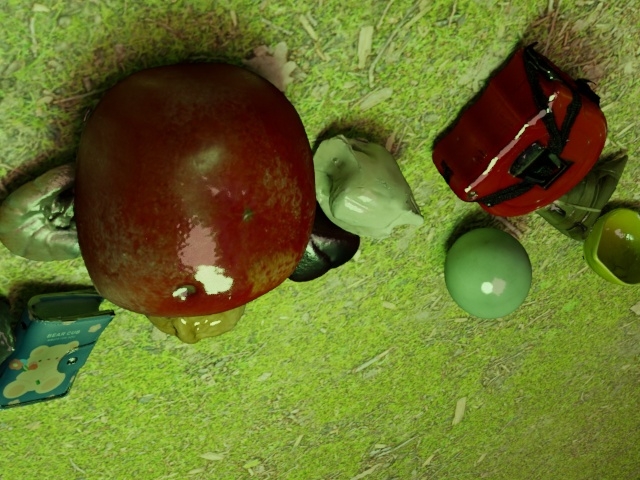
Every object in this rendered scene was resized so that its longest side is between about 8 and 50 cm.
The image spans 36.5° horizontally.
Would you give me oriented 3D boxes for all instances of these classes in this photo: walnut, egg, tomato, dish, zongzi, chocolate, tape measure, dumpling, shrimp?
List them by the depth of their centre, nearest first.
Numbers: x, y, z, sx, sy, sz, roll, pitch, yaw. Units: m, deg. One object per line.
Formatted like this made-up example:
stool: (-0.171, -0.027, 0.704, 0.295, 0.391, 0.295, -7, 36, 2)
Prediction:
tomato: (-0.125, -0.047, 1.159, 0.338, 0.143, 0.339, -12, 114, -27)
shrimp: (-0.283, -0.051, 1.227, 0.254, 0.059, 0.145, -17, 133, -9)
walnut: (-0.179, 0.062, 1.353, 0.159, 0.159, 0.207, -22, 151, -11)
dumpling: (0.058, -0.069, 1.395, 0.199, 0.118, 0.136, 40, 123, -19)
chocolate: (0.000, 0.000, 1.462, 0.148, 0.080, 0.125, -24, 145, -6)
tape measure: (0.316, -0.151, 1.466, 0.260, 0.114, 0.253, 14, 127, -44)
zongzi: (0.431, -0.109, 1.650, 0.189, 0.081, 0.178, 31, 96, -40)
egg: (0.288, 0.058, 1.670, 0.149, 0.149, 0.192, -32, 147, 3)
dish: (0.558, 0.015, 1.841, 0.207, 0.149, 0.080, -9, 177, -37)

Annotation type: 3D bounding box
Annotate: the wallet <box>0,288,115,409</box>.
wallet: (-0.389, 0.155, 1.387, 0.141, 0.059, 0.202, -3, 137, -46)

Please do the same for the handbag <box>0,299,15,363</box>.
handbag: (-0.525, 0.146, 1.286, 0.175, 0.089, 0.270, 27, 116, -40)
